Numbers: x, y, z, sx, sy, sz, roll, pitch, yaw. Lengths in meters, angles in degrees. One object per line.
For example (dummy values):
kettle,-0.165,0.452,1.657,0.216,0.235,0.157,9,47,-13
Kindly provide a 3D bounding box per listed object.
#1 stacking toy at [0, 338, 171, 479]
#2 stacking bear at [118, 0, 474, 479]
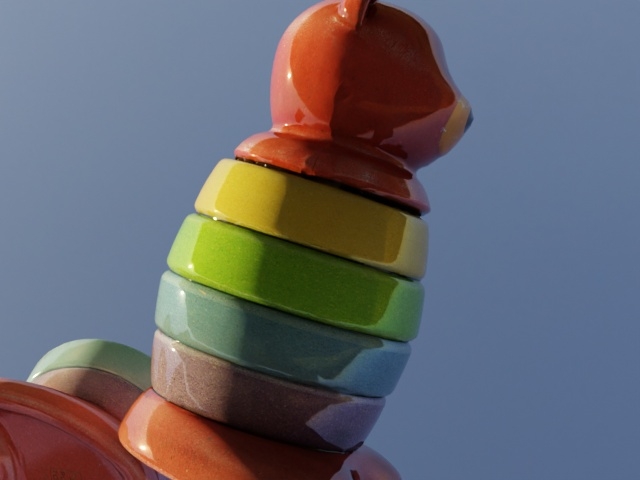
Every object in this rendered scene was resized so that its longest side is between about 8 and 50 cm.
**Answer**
stacking toy,-0.225,0.186,0.825,0.279,0.309,0.130,16,-149,7
stacking bear,0.000,0.000,0.657,0.164,0.175,0.289,17,-91,17
